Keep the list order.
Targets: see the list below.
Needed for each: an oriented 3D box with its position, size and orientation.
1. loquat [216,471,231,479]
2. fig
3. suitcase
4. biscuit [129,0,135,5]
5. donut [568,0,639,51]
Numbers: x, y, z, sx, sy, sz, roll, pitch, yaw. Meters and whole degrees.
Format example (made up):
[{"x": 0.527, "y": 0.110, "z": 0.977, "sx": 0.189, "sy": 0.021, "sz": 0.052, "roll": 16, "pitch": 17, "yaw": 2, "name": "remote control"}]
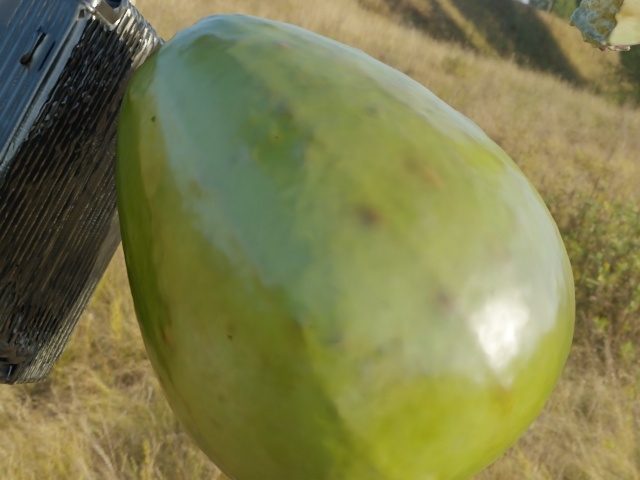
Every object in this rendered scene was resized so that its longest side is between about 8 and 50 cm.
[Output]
[{"x": 0.014, "y": 0.288, "z": 0.713, "sx": 0.263, "sy": 0.263, "sz": 0.263, "roll": 16, "pitch": 16, "yaw": -5, "name": "loquat"}, {"x": 0.000, "y": 0.000, "z": 0.481, "sx": 0.258, "sy": 0.258, "sz": 0.326, "roll": -11, "pitch": 66, "yaw": -58, "name": "fig"}, {"x": -0.249, "y": -0.058, "z": 0.605, "sx": 0.152, "sy": 0.335, "sz": 0.229, "roll": 26, "pitch": -4, "yaw": 13, "name": "suitcase"}, {"x": -0.413, "y": -0.259, "z": 1.095, "sx": 0.205, "sy": 0.309, "sz": 0.040, "roll": 34, "pitch": 0, "yaw": 8, "name": "biscuit"}, {"x": 0.255, "y": -0.224, "z": 0.562, "sx": 0.108, "sy": 0.166, "sz": 0.065, "roll": -4, "pitch": 39, "yaw": -13, "name": "donut"}]
